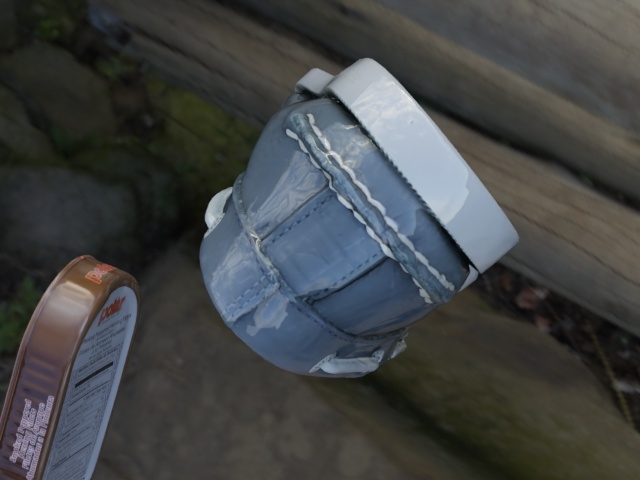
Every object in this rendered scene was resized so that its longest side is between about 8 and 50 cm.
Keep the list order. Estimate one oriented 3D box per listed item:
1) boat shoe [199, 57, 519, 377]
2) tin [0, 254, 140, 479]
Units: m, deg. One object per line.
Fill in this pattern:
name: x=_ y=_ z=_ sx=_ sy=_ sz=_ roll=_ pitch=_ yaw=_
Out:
boat shoe: x=0.000 y=0.000 z=0.661 sx=0.099 sy=0.319 sz=0.116 roll=-40 pitch=91 yaw=-3
tin: x=-0.157 y=0.102 z=0.992 sx=0.040 sy=0.106 sz=0.190 roll=20 pitch=105 yaw=8
